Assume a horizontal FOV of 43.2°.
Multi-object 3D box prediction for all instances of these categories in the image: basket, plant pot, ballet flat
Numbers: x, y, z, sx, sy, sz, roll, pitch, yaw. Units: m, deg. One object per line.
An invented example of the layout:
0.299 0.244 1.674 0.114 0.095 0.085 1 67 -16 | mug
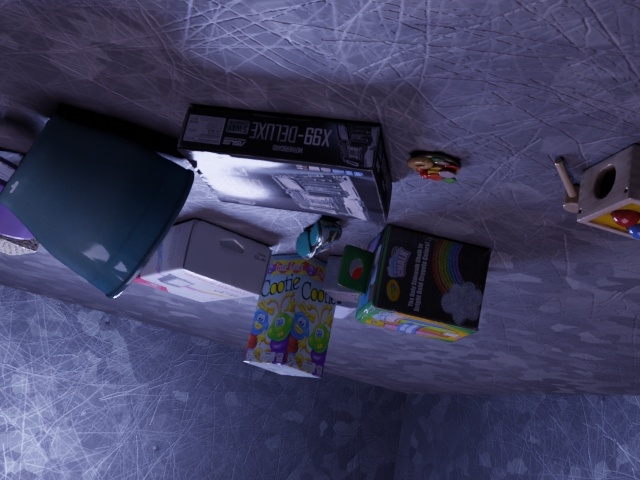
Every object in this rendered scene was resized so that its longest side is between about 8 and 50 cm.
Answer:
-0.794 -0.026 2.090 0.167 0.103 0.113 -5 156 46 | basket
-0.401 -0.080 1.411 0.255 0.271 0.272 35 156 -19 | plant pot
0.000 0.000 1.720 0.070 0.070 0.188 15 167 -14 | ballet flat

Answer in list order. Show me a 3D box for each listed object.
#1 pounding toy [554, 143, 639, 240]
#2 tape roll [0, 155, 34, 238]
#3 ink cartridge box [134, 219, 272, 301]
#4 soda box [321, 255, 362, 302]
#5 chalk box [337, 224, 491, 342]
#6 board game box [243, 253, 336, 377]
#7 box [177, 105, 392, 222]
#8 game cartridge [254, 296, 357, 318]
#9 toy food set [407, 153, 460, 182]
0.420 -0.056 1.178 0.181 0.094 0.206 15 163 -12 | pounding toy
-0.647 -0.109 1.532 0.275 0.090 0.275 32 -177 -2 | tape roll
-0.301 0.059 1.997 0.226 0.131 0.306 22 162 -31 | ink cartridge box
0.156 0.100 1.891 0.286 0.091 0.098 3 161 25 | soda box
0.178 0.088 1.684 0.289 0.180 0.179 14 163 -5 | chalk box
-0.064 0.186 2.001 0.142 0.275 0.144 -4 158 42 | board game box
-0.046 -0.118 1.315 0.308 0.076 0.242 8 164 11 | box
-0.043 0.163 2.316 0.294 0.060 0.196 13 168 -6 | game cartridge
0.181 -0.114 1.275 0.083 0.020 0.083 6 163 18 | toy food set
